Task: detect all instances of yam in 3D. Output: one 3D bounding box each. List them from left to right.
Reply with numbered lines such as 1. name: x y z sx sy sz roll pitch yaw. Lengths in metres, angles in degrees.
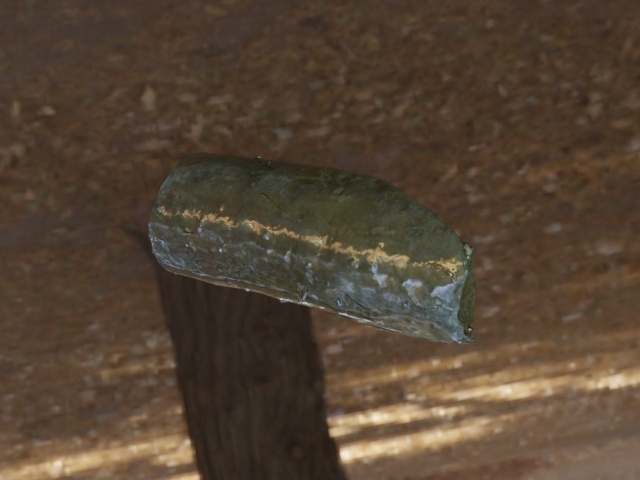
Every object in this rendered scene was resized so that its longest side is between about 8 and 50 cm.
1. yam: 0.000 0.000 0.806 0.259 0.106 0.106 12 173 27
